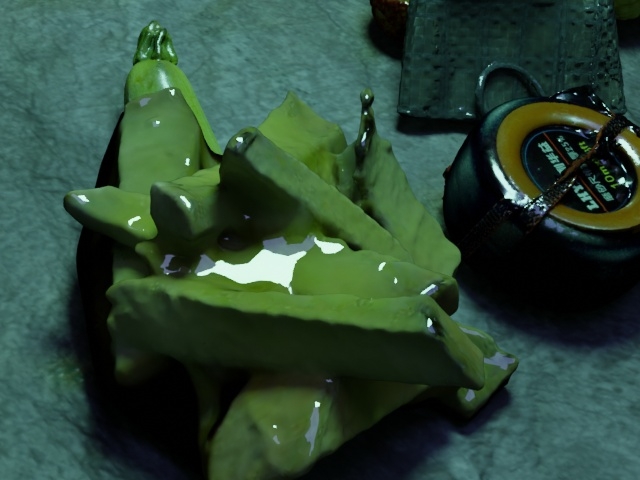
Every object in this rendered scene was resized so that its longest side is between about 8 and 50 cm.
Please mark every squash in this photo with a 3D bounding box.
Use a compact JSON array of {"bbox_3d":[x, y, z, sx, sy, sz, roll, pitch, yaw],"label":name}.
[{"bbox_3d":[-0.138,-0.106,1.387,0.090,0.075,0.200,-15,67,-9],"label":"squash"}]

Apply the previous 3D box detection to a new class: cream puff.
[{"bbox_3d":[0.121,-0.252,1.652,0.149,0.084,0.149,10,43,-9],"label":"cream puff"}]

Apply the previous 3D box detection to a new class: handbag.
[{"bbox_3d":[0.199,-0.201,1.568,0.270,0.175,0.089,-2,2,-22],"label":"handbag"}]

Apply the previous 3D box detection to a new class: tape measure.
[{"bbox_3d":[0.218,-0.035,1.384,0.223,0.135,0.202,-18,60,-33],"label":"tape measure"}]

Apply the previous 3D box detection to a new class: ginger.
[{"bbox_3d":[0.000,0.000,1.168,0.358,0.211,0.413,-2,51,-27],"label":"ginger"}]

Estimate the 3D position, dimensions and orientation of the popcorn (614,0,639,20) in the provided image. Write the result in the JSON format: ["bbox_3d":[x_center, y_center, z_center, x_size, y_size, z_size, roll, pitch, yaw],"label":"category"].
[{"bbox_3d":[0.328,-0.374,1.767,0.249,0.225,0.249,3,44,-3],"label":"popcorn"}]
